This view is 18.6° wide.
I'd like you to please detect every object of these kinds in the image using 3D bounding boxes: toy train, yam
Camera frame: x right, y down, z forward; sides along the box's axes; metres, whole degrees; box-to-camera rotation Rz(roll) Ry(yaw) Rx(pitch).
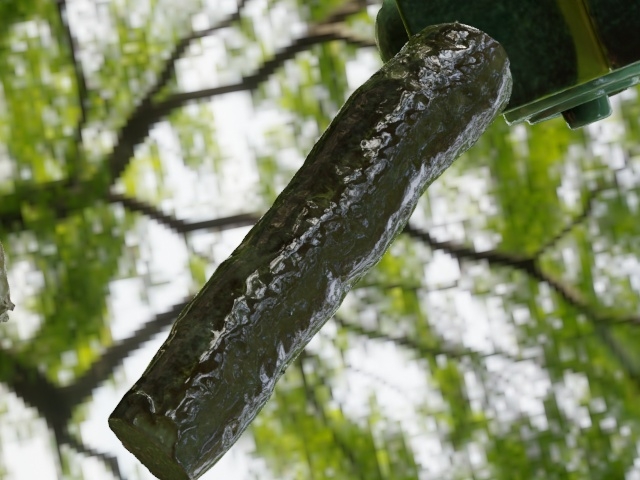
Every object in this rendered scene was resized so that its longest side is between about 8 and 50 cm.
[{"bbox_3d":[0.231,-0.190,1.138,0.272,0.442,0.179,-29,98,-80],"label":"toy train"},{"bbox_3d":[0.000,0.000,0.867,0.061,0.274,0.061,26,-35,19],"label":"yam"}]

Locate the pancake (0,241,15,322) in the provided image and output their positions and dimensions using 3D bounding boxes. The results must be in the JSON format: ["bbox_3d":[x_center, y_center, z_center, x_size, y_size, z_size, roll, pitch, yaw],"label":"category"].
[{"bbox_3d":[-0.285,-0.095,0.995,0.382,0.071,0.382,44,-17,17],"label":"pancake"}]
